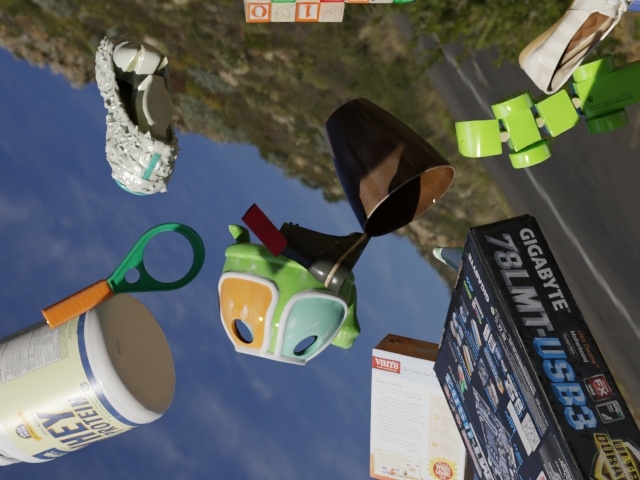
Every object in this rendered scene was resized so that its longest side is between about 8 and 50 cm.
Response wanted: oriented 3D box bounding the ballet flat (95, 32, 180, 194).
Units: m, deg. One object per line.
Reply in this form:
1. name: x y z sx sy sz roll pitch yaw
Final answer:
1. ballet flat: -0.304 -0.255 1.528 0.147 0.147 0.409 45 -159 -49

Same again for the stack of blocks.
1. stack of blocks: 0.020 -0.465 1.484 0.171 0.297 0.087 99 166 -54

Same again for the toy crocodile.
1. toy crocodile: 0.382 -0.210 1.397 0.105 0.341 0.115 -83 -30 -76

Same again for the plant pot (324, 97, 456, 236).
1. plant pot: 0.114 -0.162 1.722 0.230 0.215 0.215 56 -170 21

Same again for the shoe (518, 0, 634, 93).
1. shoe: 0.326 -0.262 1.038 0.077 0.219 0.058 7 -128 -31

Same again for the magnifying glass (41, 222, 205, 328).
1. magnifying glass: -0.262 0.052 1.178 0.026 0.231 0.092 6 123 65

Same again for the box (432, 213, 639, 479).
1. box: 0.202 0.176 0.840 0.293 0.073 0.295 87 167 -55

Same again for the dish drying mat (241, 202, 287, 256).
1. dish drying mat: -0.080 -0.014 1.260 0.008 0.032 0.083 11 147 55

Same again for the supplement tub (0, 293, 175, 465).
1. supplement tub: -0.447 0.249 1.535 0.235 0.325 0.235 58 -163 -30

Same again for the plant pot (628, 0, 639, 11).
1. plant pot: 0.495 -0.385 1.060 0.212 0.236 0.236 -31 -51 -51

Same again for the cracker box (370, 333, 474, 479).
1. cracker box: 0.161 0.271 1.348 0.067 0.156 0.232 -34 -51 -56

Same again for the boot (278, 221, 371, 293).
1. boot: 0.000 0.000 1.394 0.137 0.077 0.198 30 -164 4

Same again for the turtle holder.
1. turtle holder: -0.060 0.112 1.643 0.320 0.243 0.227 40 -120 -74

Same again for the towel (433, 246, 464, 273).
1. towel: 0.284 0.037 1.507 0.113 0.152 0.023 29 -111 -51
